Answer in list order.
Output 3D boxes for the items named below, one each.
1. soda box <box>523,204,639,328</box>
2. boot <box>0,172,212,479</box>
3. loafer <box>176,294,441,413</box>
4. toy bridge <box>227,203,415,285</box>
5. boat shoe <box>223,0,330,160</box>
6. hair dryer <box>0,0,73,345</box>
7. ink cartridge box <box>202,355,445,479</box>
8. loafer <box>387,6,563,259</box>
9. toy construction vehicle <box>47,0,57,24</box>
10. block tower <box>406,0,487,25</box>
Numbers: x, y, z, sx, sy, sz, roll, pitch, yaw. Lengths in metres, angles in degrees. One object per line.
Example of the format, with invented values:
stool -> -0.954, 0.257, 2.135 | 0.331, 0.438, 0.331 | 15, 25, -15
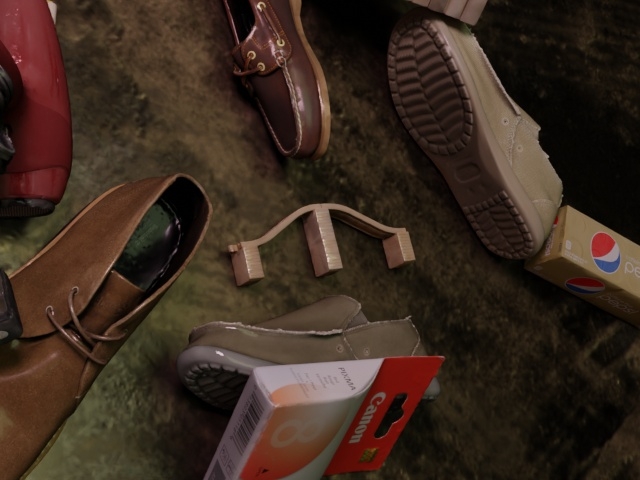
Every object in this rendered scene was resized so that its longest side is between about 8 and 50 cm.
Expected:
soda box -> 0.304, 0.031, 1.081 | 0.181, 0.058, 0.061 | 25, 62, -25
boot -> -0.183, 0.062, 0.709 | 0.112, 0.115, 0.305 | 44, 58, -18
loafer -> -0.009, 0.092, 0.840 | 0.251, 0.094, 0.088 | 13, 62, -39
toy bridge -> 0.000, 0.000, 0.906 | 0.188, 0.026, 0.063 | -5, 75, -35
boat shoe -> -0.049, -0.166, 0.900 | 0.073, 0.073, 0.207 | -4, 70, -35
hair dryer -> -0.202, -0.096, 0.682 | 0.080, 0.224, 0.294 | 1, 42, -18
ink cartridge box -> 0.008, 0.157, 0.792 | 0.179, 0.145, 0.045 | 2, 38, -31
loafer -> 0.156, -0.112, 1.008 | 0.092, 0.102, 0.269 | -37, 107, -37
toy construction vehicle -> -0.249, -0.210, 0.798 | 0.098, 0.035, 0.086 | 15, 67, -30
block tower -> -0.003, -0.297, 0.905 | 0.335, 0.091, 0.097 | 14, 27, -19
